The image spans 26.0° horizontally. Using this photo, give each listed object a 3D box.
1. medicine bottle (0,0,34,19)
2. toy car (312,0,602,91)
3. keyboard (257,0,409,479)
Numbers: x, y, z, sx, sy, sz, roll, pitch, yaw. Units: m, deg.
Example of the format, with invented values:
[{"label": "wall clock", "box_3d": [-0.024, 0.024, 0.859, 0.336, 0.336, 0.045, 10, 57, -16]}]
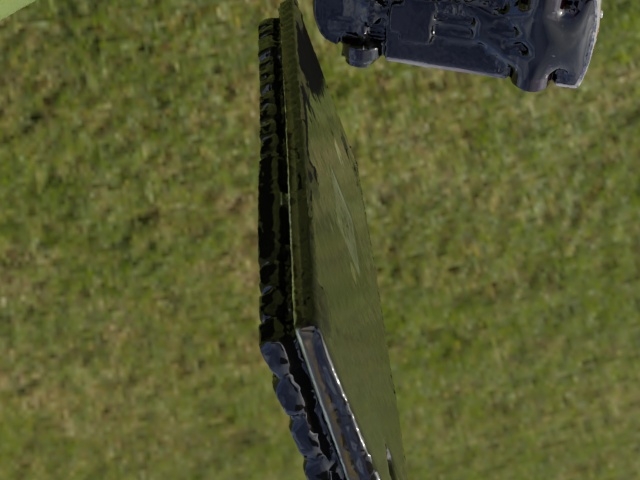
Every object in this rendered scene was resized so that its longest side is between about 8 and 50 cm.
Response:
[{"label": "medicine bottle", "box_3d": [-0.196, -0.234, 0.646, 0.137, 0.141, 0.250, -32, 136, -15]}, {"label": "toy car", "box_3d": [0.103, -0.181, 1.022, 0.209, 0.108, 0.089, 9, 133, 7]}, {"label": "keyboard", "box_3d": [0.000, 0.000, 0.520, 0.027, 0.317, 0.106, -18, 114, 6]}]
